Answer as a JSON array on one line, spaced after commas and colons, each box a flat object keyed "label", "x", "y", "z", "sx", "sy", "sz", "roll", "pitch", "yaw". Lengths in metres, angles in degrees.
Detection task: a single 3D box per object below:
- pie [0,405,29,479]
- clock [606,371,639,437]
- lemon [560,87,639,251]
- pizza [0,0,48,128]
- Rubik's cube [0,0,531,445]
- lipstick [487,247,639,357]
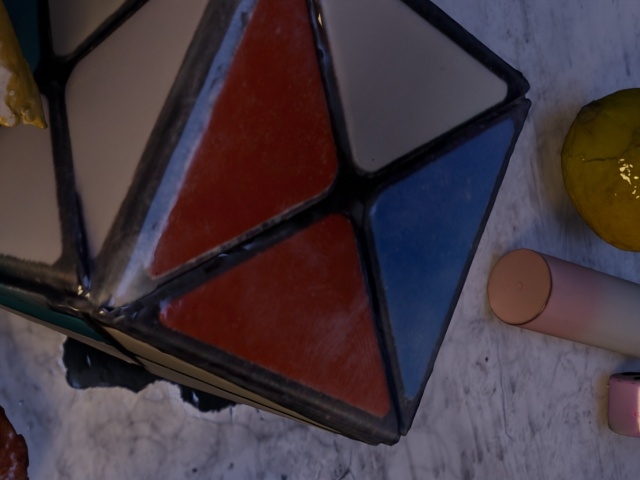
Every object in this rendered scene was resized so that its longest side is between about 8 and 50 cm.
[{"label": "pie", "x": -0.302, "y": 0.177, "z": 0.881, "sx": 0.218, "sy": 0.054, "sz": 0.204, "roll": 53, "pitch": 57, "yaw": -31}, {"label": "clock", "x": 0.500, "y": 0.205, "z": 1.527, "sx": 0.228, "sy": 0.248, "sz": 0.090, "roll": -5, "pitch": 97, "yaw": -44}, {"label": "lemon", "x": 0.367, "y": -0.078, "z": 1.440, "sx": 0.181, "sy": 0.180, "sz": 0.193, "roll": -22, "pitch": 90, "yaw": -42}, {"label": "pizza", "x": -0.317, "y": -0.169, "z": 0.720, "sx": 0.182, "sy": 0.074, "sz": 0.365, "roll": -46, "pitch": 105, "yaw": -7}, {"label": "Rubik's cube", "x": -0.085, "y": -0.051, "z": 0.905, "sx": 0.307, "sy": 0.310, "sz": 0.305, "roll": 28, "pitch": 80, "yaw": -42}, {"label": "lipstick", "x": 0.327, "y": 0.082, "z": 1.467, "sx": 0.327, "sy": 0.087, "sz": 0.087, "roll": 16, "pitch": 80, "yaw": -43}]
